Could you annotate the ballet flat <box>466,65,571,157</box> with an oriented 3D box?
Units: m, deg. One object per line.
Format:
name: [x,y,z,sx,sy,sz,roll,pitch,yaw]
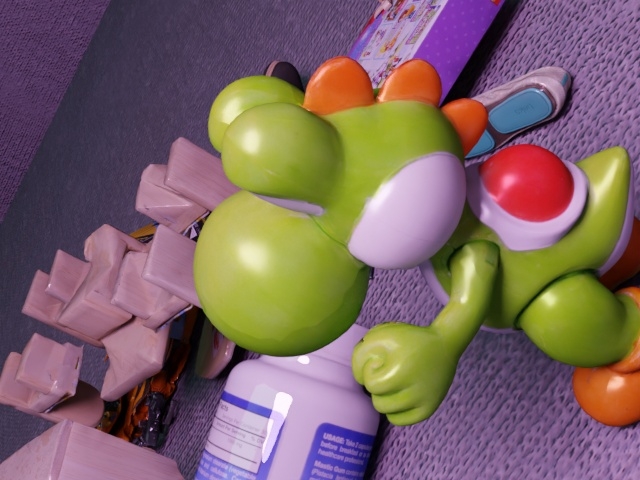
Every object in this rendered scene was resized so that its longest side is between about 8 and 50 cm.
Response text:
ballet flat: [0.168,-0.120,0.846,0.168,0.057,0.052,-15,28,50]

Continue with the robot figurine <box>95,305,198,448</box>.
robot figurine: [-0.269,0.195,1.298,0.211,0.085,0.290,9,79,61]

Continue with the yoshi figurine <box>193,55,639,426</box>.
yoshi figurine: [0.066,0.021,0.589,0.204,0.362,0.202,-1,70,58]

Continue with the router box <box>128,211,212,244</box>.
router box: [-0.250,0.001,1.359,0.133,0.046,0.179,-31,12,-32]

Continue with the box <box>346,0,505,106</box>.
box: [0.064,-0.155,0.949,0.293,0.057,0.201,-58,21,0]

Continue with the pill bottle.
pill bottle: [-0.032,0.203,0.841,0.152,0.152,0.271,3,73,59]

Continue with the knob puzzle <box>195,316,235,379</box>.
knob puzzle: [-0.118,0.101,1.167,0.213,0.030,0.213,-162,90,-72]

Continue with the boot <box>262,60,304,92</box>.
boot: [-0.006,-0.169,1.141,0.137,0.077,0.197,-31,59,41]

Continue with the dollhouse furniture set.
dollhouse furniture set: [-0.187,0.161,1.037,0.362,0.256,0.394,-35,36,37]

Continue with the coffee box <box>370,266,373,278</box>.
coffee box: [0.000,0.000,1.034,0.184,0.040,0.113,-15,59,55]

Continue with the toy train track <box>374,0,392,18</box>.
toy train track: [0.071,-0.282,1.012,0.048,0.014,0.083,-47,21,26]
